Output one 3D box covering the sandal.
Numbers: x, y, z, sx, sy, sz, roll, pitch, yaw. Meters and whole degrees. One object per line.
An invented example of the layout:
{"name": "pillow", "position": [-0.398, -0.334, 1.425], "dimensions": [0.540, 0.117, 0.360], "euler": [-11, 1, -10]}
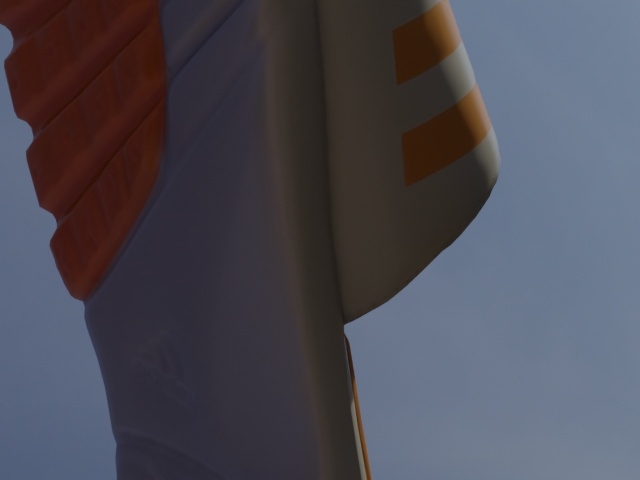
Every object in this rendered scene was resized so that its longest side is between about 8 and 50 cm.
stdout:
{"name": "sandal", "position": [-0.007, 0.000, 0.381], "dimensions": [0.076, 0.102, 0.265], "euler": [-16, -76, -37]}
